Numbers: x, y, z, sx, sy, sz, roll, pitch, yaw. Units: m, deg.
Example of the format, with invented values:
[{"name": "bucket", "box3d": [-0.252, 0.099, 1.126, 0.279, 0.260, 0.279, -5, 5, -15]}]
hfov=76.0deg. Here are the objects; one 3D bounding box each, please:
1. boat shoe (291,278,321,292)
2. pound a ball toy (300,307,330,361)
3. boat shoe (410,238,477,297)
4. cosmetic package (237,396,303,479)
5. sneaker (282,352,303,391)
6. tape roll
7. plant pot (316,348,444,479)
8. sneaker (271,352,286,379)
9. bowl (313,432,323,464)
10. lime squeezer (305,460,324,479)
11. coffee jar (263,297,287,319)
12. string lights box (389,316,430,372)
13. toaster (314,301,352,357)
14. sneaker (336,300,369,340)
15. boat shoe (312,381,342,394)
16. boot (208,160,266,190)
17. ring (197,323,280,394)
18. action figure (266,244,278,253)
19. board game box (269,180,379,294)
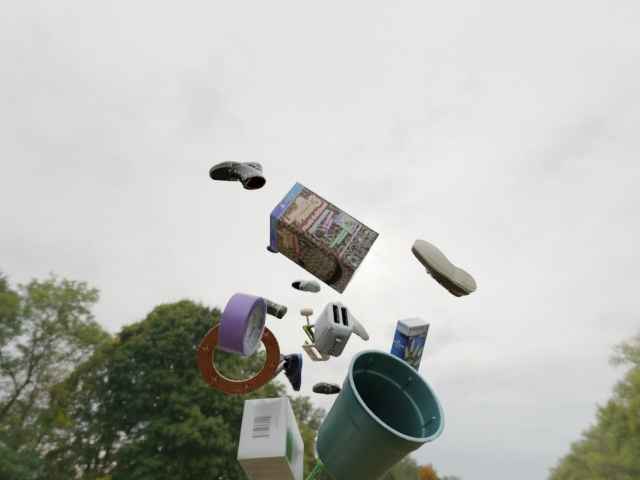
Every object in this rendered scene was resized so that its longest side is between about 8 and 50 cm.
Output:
[{"name": "boat shoe", "box3d": [-0.090, 0.274, 2.415, 0.081, 0.079, 0.227, -16, 11, -38]}, {"name": "pound a ball toy", "box3d": [-0.018, 0.539, 2.339, 0.135, 0.208, 0.319, -8, -36, 10]}, {"name": "boat shoe", "box3d": [0.492, 0.121, 1.692, 0.324, 0.117, 0.097, 36, -43, -7]}, {"name": "cosmetic package", "box3d": [-0.157, 0.711, 1.385, 0.155, 0.197, 0.366, -6, -48, 4]}, {"name": "sneaker", "box3d": [-0.134, 0.621, 1.931, 0.090, 0.081, 0.232, 0, -63, -8]}, {"name": "tape roll", "box3d": [-0.239, 0.261, 1.281, 0.080, 0.189, 0.189, 10, -33, 12]}, {"name": "plant pot", "box3d": [0.169, 0.603, 1.348, 0.341, 0.341, 0.334, 19, -64, -19]}, {"name": "sneaker", "box3d": [-0.224, 0.612, 1.980, 0.166, 0.076, 0.065, -31, -41, -25]}, {"name": "bowl", "box3d": [0.018, 0.787, 1.561, 0.080, 0.170, 0.170, 0, -31, -17]}, {"name": "lime squeezer", "box3d": [0.034, 1.126, 2.083, 0.059, 0.310, 0.110, 55, -11, -10]}, {"name": "coffee jar", "box3d": [-0.309, 0.444, 2.654, 0.184, 0.096, 0.079, 19, -66, 15]}, {"name": "string lights box", "box3d": [0.372, 0.465, 1.755, 0.133, 0.260, 0.076, 1, 16, -36]}, {"name": "toaster", "box3d": [0.055, 0.362, 1.718, 0.129, 0.227, 0.146, 20, -60, -13]}, {"name": "sneaker", "box3d": [0.156, 0.496, 2.388, 0.290, 0.123, 0.106, 44, -19, 24]}, {"name": "boat shoe", "box3d": [0.034, 0.696, 1.924, 0.152, 0.056, 0.049, 6, -2, -30]}, {"name": "boot", "box3d": [-0.350, -0.273, 1.739, 0.236, 0.179, 0.085, -7, -59, -15]}, {"name": "ring", "box3d": [-0.331, 0.483, 1.683, 0.336, 0.337, 0.032, 13, 8, -12]}, {"name": "action figure", "box3d": [-0.168, -0.026, 2.113, 0.099, 0.185, 0.285, 24, -32, -26]}, {"name": "board game box", "box3d": [0.000, 0.000, 1.250, 0.291, 0.141, 0.232, 33, -24, 9]}]
